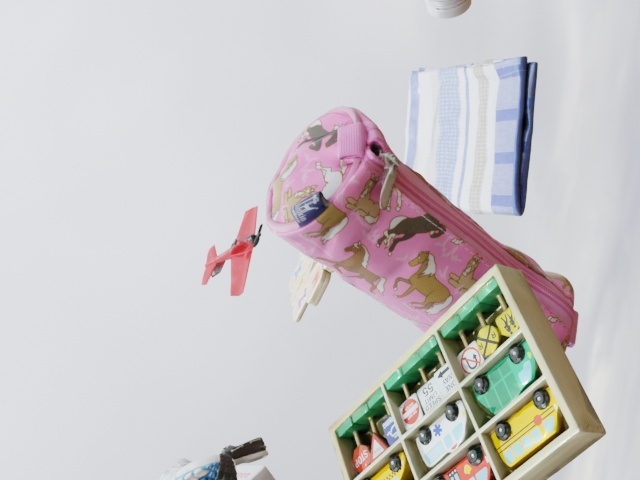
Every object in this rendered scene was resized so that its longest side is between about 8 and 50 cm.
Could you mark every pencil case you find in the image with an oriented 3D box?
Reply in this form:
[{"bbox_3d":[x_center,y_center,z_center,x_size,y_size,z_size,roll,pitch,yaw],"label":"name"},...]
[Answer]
[{"bbox_3d":[0.121,0.018,1.055,0.386,0.167,0.160,36,-84,-27],"label":"pencil case"}]

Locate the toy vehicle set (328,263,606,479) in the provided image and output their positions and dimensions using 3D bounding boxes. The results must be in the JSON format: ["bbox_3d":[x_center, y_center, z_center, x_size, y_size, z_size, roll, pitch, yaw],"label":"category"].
[{"bbox_3d":[0.114,0.169,0.836,0.035,0.267,0.166,12,-138,-36],"label":"toy vehicle set"}]

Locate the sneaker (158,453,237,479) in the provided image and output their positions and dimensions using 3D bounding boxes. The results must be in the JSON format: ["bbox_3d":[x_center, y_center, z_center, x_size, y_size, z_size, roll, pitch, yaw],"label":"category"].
[{"bbox_3d":[-0.161,0.289,1.130,0.071,0.191,0.083,26,-139,-23],"label":"sneaker"}]

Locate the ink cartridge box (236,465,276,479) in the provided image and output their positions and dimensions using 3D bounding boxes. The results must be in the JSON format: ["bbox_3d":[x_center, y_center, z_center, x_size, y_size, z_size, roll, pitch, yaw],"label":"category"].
[{"bbox_3d":[-0.219,0.567,1.771,0.306,0.226,0.131,-40,-82,-30],"label":"ink cartridge box"}]

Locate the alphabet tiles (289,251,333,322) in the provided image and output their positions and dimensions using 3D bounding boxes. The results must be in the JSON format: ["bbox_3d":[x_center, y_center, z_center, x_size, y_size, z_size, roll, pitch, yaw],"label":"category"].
[{"bbox_3d":[0.000,0.000,1.730,0.284,0.021,0.278,-101,34,-65],"label":"alphabet tiles"}]

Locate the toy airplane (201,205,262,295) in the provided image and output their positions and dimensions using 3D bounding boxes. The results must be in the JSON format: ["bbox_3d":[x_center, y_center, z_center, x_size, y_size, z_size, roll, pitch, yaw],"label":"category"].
[{"bbox_3d":[-0.127,0.018,1.347,0.028,0.151,0.151,26,-112,-26],"label":"toy airplane"}]

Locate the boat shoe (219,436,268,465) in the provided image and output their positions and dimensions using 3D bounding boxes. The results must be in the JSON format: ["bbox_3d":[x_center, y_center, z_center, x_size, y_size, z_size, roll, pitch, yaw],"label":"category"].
[{"bbox_3d":[-0.153,0.375,1.652,0.038,0.125,0.046,69,155,22],"label":"boat shoe"}]

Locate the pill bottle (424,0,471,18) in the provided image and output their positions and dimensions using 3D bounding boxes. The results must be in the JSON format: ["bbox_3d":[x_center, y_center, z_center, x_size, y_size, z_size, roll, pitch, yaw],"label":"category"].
[{"bbox_3d":[0.169,-0.394,1.318,0.160,0.087,0.087,69,-145,-48],"label":"pill bottle"}]

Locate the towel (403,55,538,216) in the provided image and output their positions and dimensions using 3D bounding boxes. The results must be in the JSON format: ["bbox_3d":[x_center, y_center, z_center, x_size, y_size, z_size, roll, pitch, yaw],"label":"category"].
[{"bbox_3d":[0.194,-0.142,1.295,0.034,0.285,0.209,1,-85,-25],"label":"towel"}]
